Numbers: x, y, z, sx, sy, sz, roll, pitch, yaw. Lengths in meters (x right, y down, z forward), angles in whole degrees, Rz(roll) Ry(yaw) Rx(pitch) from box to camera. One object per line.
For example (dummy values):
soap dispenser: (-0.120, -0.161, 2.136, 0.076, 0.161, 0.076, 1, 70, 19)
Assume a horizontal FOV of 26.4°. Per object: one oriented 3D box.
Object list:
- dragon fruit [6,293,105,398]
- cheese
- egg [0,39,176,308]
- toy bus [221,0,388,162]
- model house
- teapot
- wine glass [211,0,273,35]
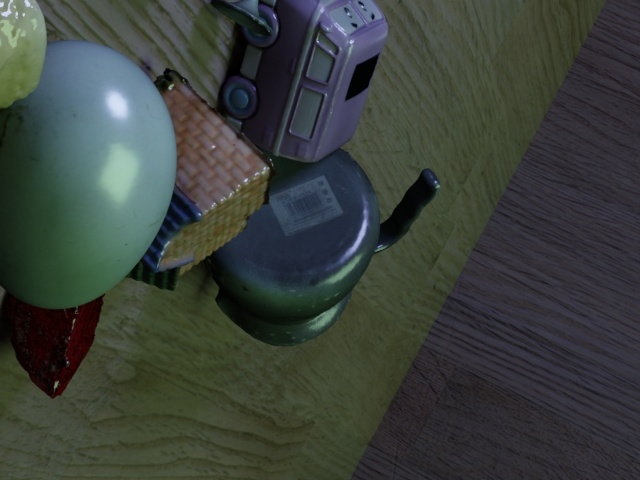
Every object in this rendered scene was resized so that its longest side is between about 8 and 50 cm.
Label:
dragon fruit: (-0.268, 0.067, 1.393, 0.106, 0.083, 0.162, -47, 151, -74)
cheese: (-0.286, -0.123, 0.986, 0.167, 0.094, 0.123, -35, 151, -37)
egg: (-0.219, -0.050, 1.172, 0.183, 0.183, 0.264, -43, 160, -47)
toy bus: (-0.013, -0.208, 1.586, 0.142, 0.142, 0.203, -35, 148, -56)
model house: (-0.167, -0.040, 1.408, 0.172, 0.166, 0.183, -42, 165, -24)
teapot: (-0.022, -0.010, 1.750, 0.305, 0.223, 0.285, -51, 167, -22)
wine glass: (-0.038, -0.321, 1.460, 0.196, 0.079, 0.079, -62, 162, -3)
